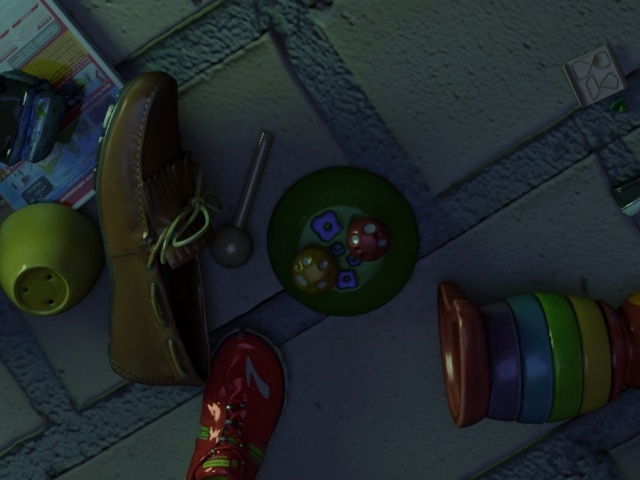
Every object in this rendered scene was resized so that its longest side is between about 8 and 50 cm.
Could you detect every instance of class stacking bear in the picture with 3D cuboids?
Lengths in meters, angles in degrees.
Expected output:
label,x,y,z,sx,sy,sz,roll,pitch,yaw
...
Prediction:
label,x,y,z,sx,sy,sz,roll,pitch,yaw
stacking bear,0.293,0.127,1.816,0.289,0.175,0.164,-5,99,-4

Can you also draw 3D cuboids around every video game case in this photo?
label,x,y,z,sx,sy,sz,roll,pitch,yaw
video game case,-0.349,-0.172,1.848,0.204,0.025,0.285,-38,97,9

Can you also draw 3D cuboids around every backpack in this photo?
label,x,y,z,sx,sy,sz,roll,pitch,yaw
backpack,-0.339,-0.139,1.783,0.084,0.114,0.105,17,104,-2

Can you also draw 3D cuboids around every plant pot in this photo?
label,x,y,z,sx,sy,sz,roll,pitch,yaw
plant pot,-0.323,0.036,1.836,0.134,0.095,0.134,-2,117,-4

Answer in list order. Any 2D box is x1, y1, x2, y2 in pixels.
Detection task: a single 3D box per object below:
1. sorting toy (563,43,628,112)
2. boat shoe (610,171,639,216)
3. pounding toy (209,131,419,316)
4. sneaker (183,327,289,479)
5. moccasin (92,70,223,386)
label,x,y,z,sx,sy,sz,roll,pitch,yaw
sorting toy,0.325,-0.180,1.818,0.062,0.012,0.083,-25,96,3
boat shoe,0.401,-0.085,1.816,0.142,0.049,0.040,-39,97,12
pounding toy,0.000,0.000,1.822,0.237,0.110,0.183,24,102,-3
sneaker,-0.105,0.245,1.874,0.107,0.118,0.279,12,102,0
moccasin,-0.176,-0.006,1.790,0.147,0.139,0.380,8,107,20
